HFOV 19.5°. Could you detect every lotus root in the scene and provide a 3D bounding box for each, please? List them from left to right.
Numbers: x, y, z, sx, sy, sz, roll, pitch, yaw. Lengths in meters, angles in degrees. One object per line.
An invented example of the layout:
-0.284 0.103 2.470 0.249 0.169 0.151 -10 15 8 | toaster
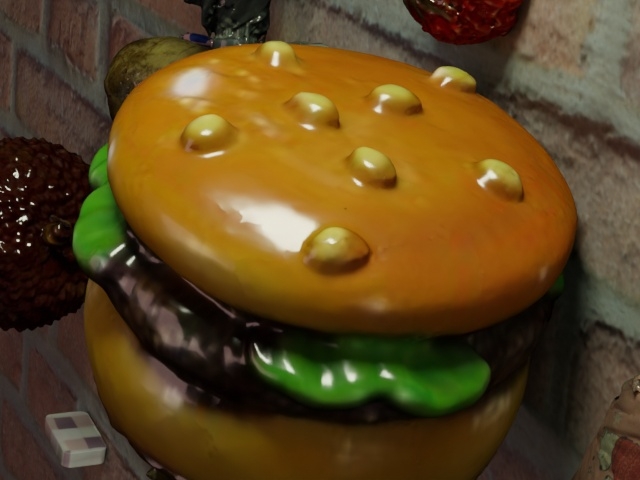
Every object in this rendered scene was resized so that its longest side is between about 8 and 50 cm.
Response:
-0.159 -0.160 2.091 0.214 0.138 0.138 13 104 51 | lotus root

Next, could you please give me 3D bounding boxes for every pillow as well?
0.252 0.215 1.331 0.248 0.049 0.135 -116 35 -48 | pillow

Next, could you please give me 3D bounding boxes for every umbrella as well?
-0.098 -0.327 1.916 0.154 0.128 0.336 -153 68 -64 | umbrella

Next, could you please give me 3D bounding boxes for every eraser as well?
-0.339 0.274 2.577 0.105 0.065 0.026 47 132 53 | eraser

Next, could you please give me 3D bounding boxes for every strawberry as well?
0.114 -0.230 1.543 0.145 0.086 0.145 178 90 -67 | strawberry

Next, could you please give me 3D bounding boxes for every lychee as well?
-0.392 -0.007 2.435 0.300 0.264 0.264 2 94 60 | lychee

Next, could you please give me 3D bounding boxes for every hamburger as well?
0.000 0.000 1.475 0.395 0.396 0.277 -124 38 -48 | hamburger

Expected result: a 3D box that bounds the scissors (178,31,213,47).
-0.146 -0.225 2.182 0.113 0.012 0.039 -146 58 -60 | scissors

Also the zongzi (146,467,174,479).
-0.132 0.156 2.068 0.289 0.123 0.260 177 95 -69 | zongzi

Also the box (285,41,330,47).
-0.021 -0.129 1.849 0.069 0.084 0.122 116 145 -61 | box
